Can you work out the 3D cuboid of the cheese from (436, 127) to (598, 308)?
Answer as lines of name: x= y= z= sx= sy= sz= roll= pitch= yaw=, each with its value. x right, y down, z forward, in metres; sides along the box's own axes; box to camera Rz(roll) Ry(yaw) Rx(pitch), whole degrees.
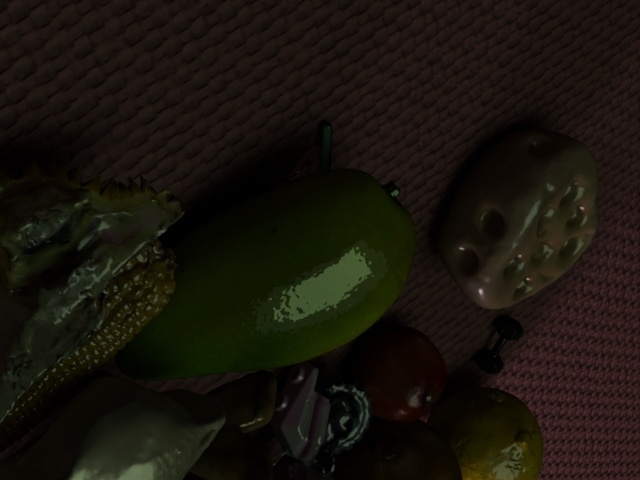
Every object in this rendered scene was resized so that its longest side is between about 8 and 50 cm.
cheese: x=0.251 y=-0.027 z=1.935 sx=0.235 sy=0.117 sz=0.218 roll=-53 pitch=147 yaw=7

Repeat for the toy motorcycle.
toy motorcycle: x=-0.071 y=0.293 z=1.889 sx=0.188 sy=0.143 sz=0.327 roll=31 pitch=89 yaw=-32

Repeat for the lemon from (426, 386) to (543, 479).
lemon: x=0.223 y=0.296 z=2.187 sx=0.173 sy=0.173 sz=0.206 roll=-25 pitch=155 yaw=-29

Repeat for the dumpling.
dumpling: x=-0.207 y=0.195 z=1.518 sx=0.216 sy=0.166 sz=0.126 roll=-44 pitch=123 yaw=-20

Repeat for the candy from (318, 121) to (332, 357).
candy: x=0.000 y=0.000 z=1.749 sx=0.091 sy=0.083 sz=0.306 roll=-63 pitch=161 yaw=-57

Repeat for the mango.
mango: x=-0.058 y=0.050 z=1.629 sx=0.343 sy=0.156 sz=0.192 roll=-24 pitch=123 yaw=-5

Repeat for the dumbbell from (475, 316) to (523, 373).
dumbbell: x=0.249 y=0.147 z=2.181 sx=0.036 sy=0.040 sz=0.083 roll=19 pitch=114 yaw=-19

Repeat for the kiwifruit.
kiwifruit: x=0.090 y=0.328 z=2.054 sx=0.196 sy=0.196 sz=0.234 roll=-34 pitch=142 yaw=-18

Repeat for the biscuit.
biscuit: x=-0.150 y=0.201 z=1.613 sx=0.207 sy=0.164 sz=0.047 roll=-1 pitch=131 yaw=2

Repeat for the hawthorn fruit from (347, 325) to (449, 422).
hawthorn fruit: x=0.104 y=0.177 z=1.984 sx=0.125 sy=0.140 sz=0.125 roll=-48 pitch=180 yaw=0

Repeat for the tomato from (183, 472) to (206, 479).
tomato: x=-0.178 y=0.379 z=1.669 sx=0.321 sy=0.321 sz=0.322 roll=-29 pitch=142 yaw=-25

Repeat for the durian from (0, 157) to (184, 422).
durian: x=-0.266 y=0.037 z=1.394 sx=0.306 sy=0.166 sz=0.172 roll=-43 pitch=144 yaw=-6

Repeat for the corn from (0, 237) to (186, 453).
corn: x=-0.263 y=0.107 z=1.524 sx=0.305 sy=0.106 sz=0.106 roll=-46 pitch=146 yaw=2
